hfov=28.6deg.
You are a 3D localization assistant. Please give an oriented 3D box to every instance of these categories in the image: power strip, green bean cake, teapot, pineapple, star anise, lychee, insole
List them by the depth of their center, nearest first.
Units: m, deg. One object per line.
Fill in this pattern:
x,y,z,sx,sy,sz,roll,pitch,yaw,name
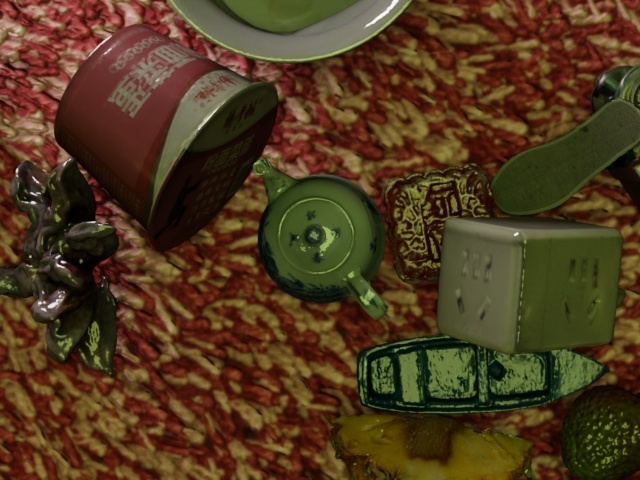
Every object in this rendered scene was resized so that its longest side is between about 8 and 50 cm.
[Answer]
0.262,0.046,1.452,0.224,0.139,0.140,-2,98,-35,power strip
0.125,0.306,1.456,0.249,0.164,0.140,5,126,-10,pineapple
0.286,-0.091,1.469,0.232,0.003,0.080,-34,83,42,insole
0.343,0.225,1.474,0.114,0.114,0.146,46,59,4,lychee
-0.310,0.035,1.487,0.212,0.129,0.283,43,126,40,star anise
0.000,0.000,1.489,0.159,0.159,0.232,-39,86,2,teapot
0.148,-0.020,1.525,0.135,0.056,0.135,-11,86,3,green bean cake

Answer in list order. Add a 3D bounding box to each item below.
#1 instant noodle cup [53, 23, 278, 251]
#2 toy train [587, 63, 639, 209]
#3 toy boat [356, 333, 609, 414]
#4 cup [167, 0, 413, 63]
-0.187,-0.131,1.474,0.178,0.235,0.235,36,91,13,instant noodle cup
0.465,-0.155,1.474,0.304,0.150,0.221,-39,97,0,toy train
0.194,0.158,1.514,0.299,0.062,0.096,-2,88,4,toy boat
-0.030,-0.369,1.493,0.347,0.163,0.347,0,88,3,cup
